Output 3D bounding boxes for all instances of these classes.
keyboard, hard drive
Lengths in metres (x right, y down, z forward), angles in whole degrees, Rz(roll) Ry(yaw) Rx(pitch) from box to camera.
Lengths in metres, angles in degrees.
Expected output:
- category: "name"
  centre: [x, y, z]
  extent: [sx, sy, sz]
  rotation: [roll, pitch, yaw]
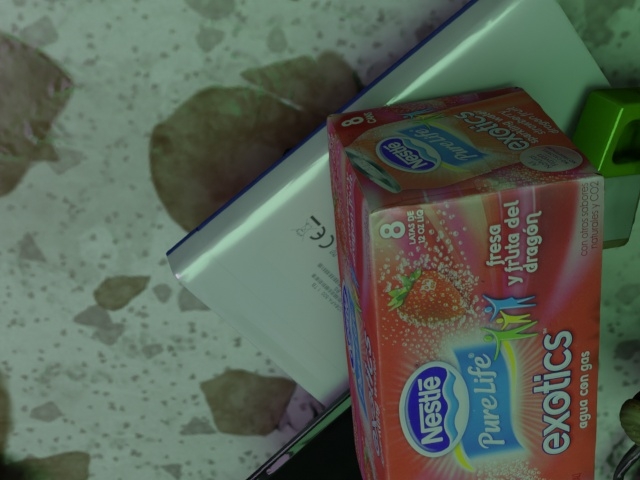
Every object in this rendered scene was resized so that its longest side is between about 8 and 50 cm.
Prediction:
- category: "keyboard"
  centre: [0.095, 0.134, 0.957]
  extent: [0.317, 0.033, 0.201]
  rotation: [-42, 136, 13]
- category: "hard drive"
  centre: [0.074, -0.025, 0.860]
  extent: [0.319, 0.040, 0.210]
  rotation: [-39, 128, 8]

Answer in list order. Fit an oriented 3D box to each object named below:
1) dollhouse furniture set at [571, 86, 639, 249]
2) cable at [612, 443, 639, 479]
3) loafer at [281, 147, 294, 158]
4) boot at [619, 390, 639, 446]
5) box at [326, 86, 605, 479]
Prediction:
- category: "dollhouse furniture set"
  centre: [0.323, 0.016, 0.768]
  extent: [0.197, 0.301, 0.151]
  rotation: [-7, 119, -29]
- category: "cable"
  centre: [0.323, 0.142, 1.014]
  extent: [0.139, 0.072, 0.287]
  rotation: [1, 105, 6]
- category: "loafer"
  centre: [0.000, 0.000, 0.912]
  extent: [0.061, 0.062, 0.170]
  rotation: [-10, 127, -7]
- category: "boot"
  centre: [0.362, 0.104, 0.933]
  extent: [0.248, 0.090, 0.207]
  rotation: [27, 83, -26]
- category: "box"
  centre: [0.094, 0.067, 0.785]
  extent: [0.142, 0.154, 0.300]
  rotation: [-9, 120, -6]
